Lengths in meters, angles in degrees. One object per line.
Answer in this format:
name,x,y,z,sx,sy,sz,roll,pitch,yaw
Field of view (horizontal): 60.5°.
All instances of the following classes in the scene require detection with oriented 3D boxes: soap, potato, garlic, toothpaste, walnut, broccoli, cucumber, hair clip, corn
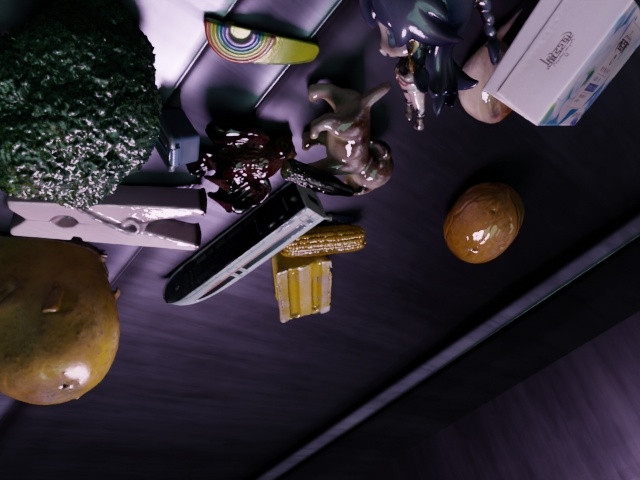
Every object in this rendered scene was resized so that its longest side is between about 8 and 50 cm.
soap,-0.045,0.101,1.331,0.134,0.076,0.233,-12,142,-9
potato,-0.574,0.179,1.025,0.396,0.296,0.290,-15,141,-8
garlic,0.315,-0.302,1.000,0.128,0.090,0.198,-34,138,-7
toothpaste,0.041,-0.046,1.235,0.083,0.019,0.027,8,122,-38
walnut,0.376,-0.042,1.273,0.167,0.167,0.207,3,135,-26
broccoli,-0.349,-0.196,0.726,0.297,0.298,0.298,23,138,8
cucumber,0.005,-0.101,0.962,0.163,0.039,0.043,19,89,-33
hair clip,-0.377,-0.049,0.995,0.330,0.085,0.101,4,135,-18
hair clip,-0.089,-0.300,0.852,0.188,0.033,0.060,0,141,-24
corn,0.000,0.000,1.220,0.207,0.068,0.068,-5,141,-5

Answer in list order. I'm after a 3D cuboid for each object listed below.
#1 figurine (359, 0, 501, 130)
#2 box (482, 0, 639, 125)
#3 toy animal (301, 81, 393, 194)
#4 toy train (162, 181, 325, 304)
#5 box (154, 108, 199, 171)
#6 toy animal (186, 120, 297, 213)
figurine,0.158,-0.314,0.825,0.197,0.175,0.265,-50,141,-4
box,0.410,-0.301,0.898,0.274,0.116,0.203,-16,142,-53
toy animal,0.047,-0.179,0.990,0.168,0.121,0.233,-7,145,3
toy train,-0.172,0.025,1.178,0.407,0.087,0.088,-34,146,19
box,-0.238,-0.169,0.900,0.054,0.099,0.074,-15,144,-30
toy animal,-0.137,-0.149,0.986,0.179,0.116,0.219,-34,148,-23
